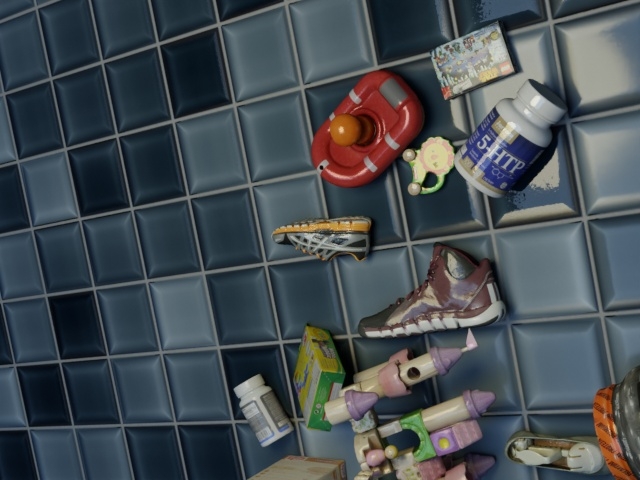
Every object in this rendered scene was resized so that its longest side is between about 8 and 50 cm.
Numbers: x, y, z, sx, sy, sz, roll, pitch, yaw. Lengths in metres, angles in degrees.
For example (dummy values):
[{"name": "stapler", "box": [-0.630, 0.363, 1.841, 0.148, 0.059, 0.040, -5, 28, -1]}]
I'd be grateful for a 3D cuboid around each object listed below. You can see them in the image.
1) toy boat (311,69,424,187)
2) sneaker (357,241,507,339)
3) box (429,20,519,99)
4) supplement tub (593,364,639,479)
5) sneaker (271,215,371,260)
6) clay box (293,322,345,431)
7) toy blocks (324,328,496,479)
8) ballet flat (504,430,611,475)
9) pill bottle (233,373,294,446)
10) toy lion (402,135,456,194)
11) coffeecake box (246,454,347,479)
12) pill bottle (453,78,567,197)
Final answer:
[{"name": "toy boat", "box": [0.067, -0.198, 1.669, 0.231, 0.151, 0.151, -48, 70, 28]}, {"name": "sneaker", "box": [0.193, 0.088, 1.688, 0.281, 0.106, 0.162, -11, 86, 23]}, {"name": "box", "box": [0.266, -0.312, 1.606, 0.137, 0.027, 0.094, -19, 89, 32]}, {"name": "supplement tub", "box": [0.606, 0.264, 1.396, 0.338, 0.207, 0.207, -22, 87, 32]}, {"name": "sneaker", "box": [0.000, 0.000, 1.790, 0.215, 0.084, 0.083, -1, 103, 30]}, {"name": "clay box", "box": [-0.007, 0.259, 1.796, 0.053, 0.222, 0.127, 10, 108, -12]}, {"name": "toy blocks", "box": [0.194, 0.334, 1.605, 0.260, 0.309, 0.288, -23, 86, 16]}, {"name": "ballet flat", "box": [0.424, 0.377, 1.606, 0.213, 0.068, 0.072, 0, 99, 31]}, {"name": "pill bottle", "box": [-0.120, 0.353, 1.924, 0.078, 0.078, 0.137, -35, 80, 31]}, {"name": "toy lion", "box": [0.203, -0.137, 1.675, 0.096, 0.034, 0.100, -7, 95, 24]}, {"name": "coffeecake box", "box": [-0.053, 0.495, 1.844, 0.142, 0.185, 0.068, -3, 96, 32]}, {"name": "pill bottle", "box": [0.321, -0.173, 1.547, 0.112, 0.112, 0.186, 45, 118, 17]}]
